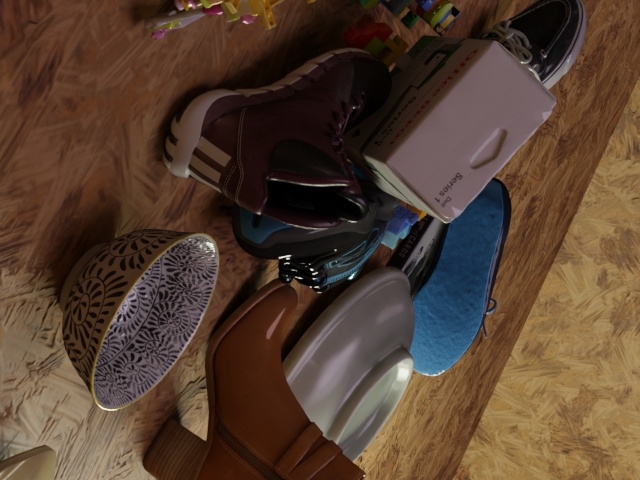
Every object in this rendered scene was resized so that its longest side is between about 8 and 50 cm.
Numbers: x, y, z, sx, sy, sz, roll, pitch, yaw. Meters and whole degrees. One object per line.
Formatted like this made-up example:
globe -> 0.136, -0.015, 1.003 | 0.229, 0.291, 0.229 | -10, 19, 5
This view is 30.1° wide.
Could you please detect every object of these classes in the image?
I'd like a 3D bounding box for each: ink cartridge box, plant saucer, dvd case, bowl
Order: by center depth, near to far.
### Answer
bowl -> -0.167, 0.051, 1.014 | 0.170, 0.080, 0.170 | -50, 159, -27
ink cartridge box -> 0.116, -0.119, 1.193 | 0.160, 0.092, 0.219 | -49, -164, -1
plant saucer -> 0.037, 0.229, 1.739 | 0.400, 0.100, 0.400 | -47, 159, -25
dvd case -> 0.165, 0.016, 1.920 | 0.238, 0.030, 0.179 | -57, 161, -12

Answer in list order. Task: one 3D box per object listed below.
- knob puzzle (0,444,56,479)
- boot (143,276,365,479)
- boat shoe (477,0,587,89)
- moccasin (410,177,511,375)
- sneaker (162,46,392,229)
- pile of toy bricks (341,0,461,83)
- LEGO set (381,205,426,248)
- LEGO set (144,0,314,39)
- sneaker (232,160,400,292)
knob puzzle -> -0.302, 0.257, 1.039 | 0.213, 0.030, 0.213 | -50, 158, -29
boot -> -0.043, 0.202, 1.338 | 0.283, 0.220, 0.109 | -57, 161, -11
boat shoe -> 0.254, -0.247, 1.648 | 0.306, 0.113, 0.105 | -42, 152, -7
moccasin -> 0.242, 0.063, 1.931 | 0.117, 0.138, 0.342 | -27, 143, -65
sneaker -> 0.006, -0.079, 1.082 | 0.281, 0.162, 0.106 | -27, 145, -41
pile of toy bricks -> 0.080, -0.267, 1.204 | 0.212, 0.118, 0.105 | -47, 135, 9
LEGO set -> 0.110, -0.073, 1.556 | 0.227, 0.087, 0.093 | -42, 154, -47
LEGO set -> -0.100, -0.207, 0.844 | 0.287, 0.107, 0.132 | -3, 86, -63
sneaker -> 0.000, 0.000, 1.298 | 0.341, 0.125, 0.139 | -13, 125, -66
